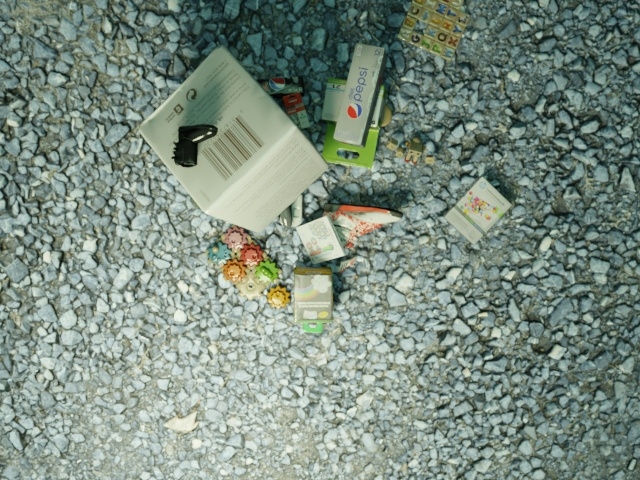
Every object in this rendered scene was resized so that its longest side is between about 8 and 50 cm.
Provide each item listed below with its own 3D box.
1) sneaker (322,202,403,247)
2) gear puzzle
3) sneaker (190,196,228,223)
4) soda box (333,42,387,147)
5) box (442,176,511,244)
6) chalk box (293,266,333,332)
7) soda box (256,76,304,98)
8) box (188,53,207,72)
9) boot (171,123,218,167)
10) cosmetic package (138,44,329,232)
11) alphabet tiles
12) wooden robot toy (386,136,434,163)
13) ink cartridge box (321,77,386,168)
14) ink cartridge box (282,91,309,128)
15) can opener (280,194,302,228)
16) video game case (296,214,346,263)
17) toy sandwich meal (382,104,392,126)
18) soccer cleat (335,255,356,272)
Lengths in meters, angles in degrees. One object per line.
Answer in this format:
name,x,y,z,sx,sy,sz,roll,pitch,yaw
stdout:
sneaker,0.139,-0.045,1.605,0.269,0.090,0.145,5,97,2
gear puzzle,-0.240,0.115,1.640,0.175,0.044,0.339,-42,95,4
sneaker,-0.365,-0.112,1.598,0.166,0.076,0.065,25,95,-3
soda box,0.122,-0.433,1.435,0.091,0.098,0.287,15,98,12
box,0.536,-0.102,1.626,0.145,0.038,0.186,43,93,-5
chalk box,-0.025,0.205,1.611,0.132,0.132,0.213,1,97,-2
soda box,-0.138,-0.502,1.563,0.168,0.060,0.054,-4,94,0
box,-0.385,-0.566,1.575,0.067,0.018,0.083,-38,95,4
boot,-0.311,-0.233,1.174,0.121,0.045,0.099,1,81,21
cosmetic package,-0.228,-0.264,1.384,0.329,0.393,0.327,-43,76,5
alphabet tiles,0.390,-0.745,1.566,0.198,0.009,0.237,22,96,-3
wooden robot toy,0.308,-0.314,1.598,0.173,0.076,0.079,15,61,-2
ink cartridge box,0.100,-0.377,1.544,0.188,0.097,0.256,11,96,11
ink cartridge box,-0.080,-0.423,1.561,0.062,0.029,0.115,-16,130,2
can opener,-0.098,-0.183,1.582,0.075,0.095,0.284,1,96,0
video game case,0.000,0.000,1.593,0.157,0.019,0.143,-19,99,46
toy sandwich meal,0.198,-0.420,1.592,0.085,0.029,0.086,0,96,-4
soccer cleat,0.089,0.078,1.648,0.083,0.029,0.036,-40,99,8
